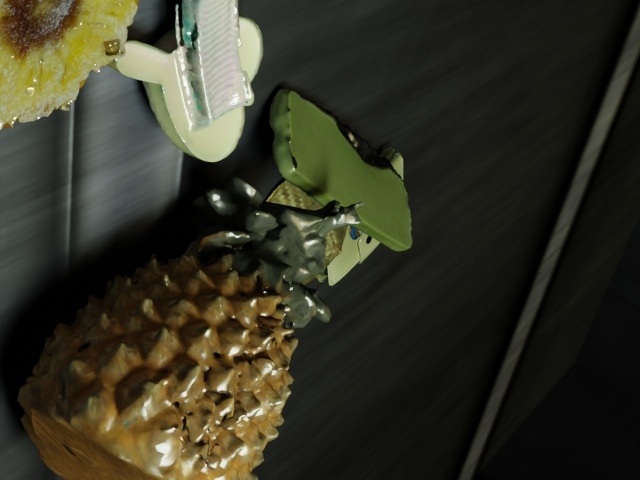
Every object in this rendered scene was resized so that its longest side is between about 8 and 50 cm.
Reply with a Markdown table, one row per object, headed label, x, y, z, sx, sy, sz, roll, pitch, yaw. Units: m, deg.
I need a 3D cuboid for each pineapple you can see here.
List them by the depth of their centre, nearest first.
| label | x | y | z | sx | sy | sz | roll | pitch | yaw |
| --- | --- | --- | --- | --- | --- | --- | --- | --- | --- |
| pineapple | -0.186 | -0.155 | 0.725 | 0.221 | 0.047 | 0.221 | -44 | 154 | -28 |
| pineapple | -0.093 | 0.068 | 1.027 | 0.357 | 0.223 | 0.223 | -56 | 159 | -28 |

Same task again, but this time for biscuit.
| label | x | y | z | sx | sy | sz | roll | pitch | yaw |
| --- | --- | --- | --- | --- | --- | --- | --- | --- | --- |
| biscuit | 0.028 | -0.066 | 1.216 | 0.322 | 0.038 | 0.099 | 31 | 53 | -62 |

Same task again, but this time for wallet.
| label | x | y | z | sx | sy | sz | roll | pitch | yaw |
| --- | --- | --- | --- | --- | --- | --- | --- | --- | --- |
| wallet | 0.042 | -0.028 | 1.365 | 0.155 | 0.039 | 0.110 | -42 | 142 | -35 |

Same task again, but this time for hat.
| label | x | y | z | sx | sy | sz | roll | pitch | yaw |
| --- | --- | --- | --- | --- | --- | --- | --- | --- | --- |
| hat | 0.000 | 0.000 | 1.230 | 0.146 | 0.067 | 0.146 | -25 | 128 | -36 |

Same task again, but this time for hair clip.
| label | x | y | z | sx | sy | sz | roll | pitch | yaw |
| --- | --- | --- | --- | --- | --- | --- | --- | --- | --- |
| hair clip | -0.095 | -0.151 | 0.888 | 0.159 | 0.071 | 0.219 | -37 | 144 | -37 |
